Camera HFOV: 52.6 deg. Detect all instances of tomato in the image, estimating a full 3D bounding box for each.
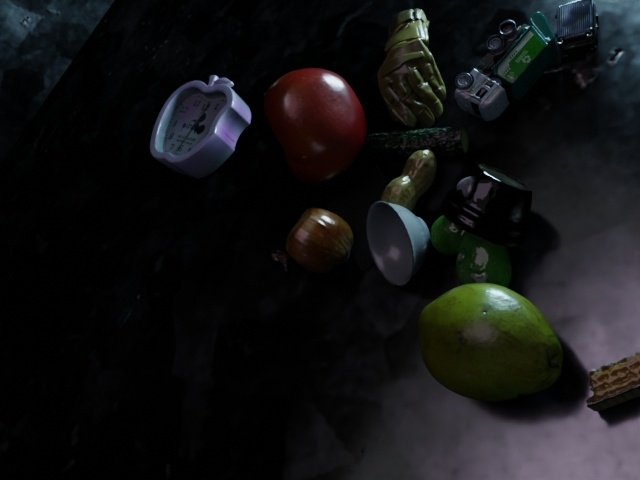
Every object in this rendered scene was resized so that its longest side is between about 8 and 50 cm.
[{"bbox_3d":[-0.006,-0.293,1.606,0.226,0.299,0.299,-24,51,2],"label":"tomato"}]

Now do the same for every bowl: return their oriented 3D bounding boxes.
[{"bbox_3d":[0.182,-0.002,1.403,0.085,0.189,0.189,-16,45,-21],"label":"bowl"}]

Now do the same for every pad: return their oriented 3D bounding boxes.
[{"bbox_3d":[0.117,-0.057,1.557,0.163,0.004,0.243,-37,50,14],"label":"pad"}]

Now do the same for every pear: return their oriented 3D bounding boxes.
[{"bbox_3d":[0.297,0.181,1.156,0.269,0.212,0.213,17,76,48],"label":"pear"}]

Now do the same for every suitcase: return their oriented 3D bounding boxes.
[{"bbox_3d":[0.564,-0.470,1.424,0.086,0.059,0.126,-7,61,31],"label":"suitcase"}]

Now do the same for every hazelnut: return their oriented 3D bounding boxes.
[{"bbox_3d":[0.000,0.000,1.524,0.150,0.150,0.150,-17,56,28],"label":"hazelnut"}]

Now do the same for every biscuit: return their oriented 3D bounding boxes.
[{"bbox_3d":[0.597,0.173,1.019,0.378,0.094,0.054,-30,57,21],"label":"biscuit"}]

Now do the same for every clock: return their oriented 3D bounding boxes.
[{"bbox_3d":[-0.377,-0.359,2.023,0.338,0.102,0.339,-17,56,27],"label":"clock"}]

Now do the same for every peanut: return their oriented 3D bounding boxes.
[{"bbox_3d":[0.200,-0.125,1.476,0.089,0.089,0.193,28,81,42],"label":"peanut"}]

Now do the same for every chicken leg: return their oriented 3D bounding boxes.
[{"bbox_3d":[-0.097,0.047,1.644,0.036,0.021,0.083,-44,52,-5],"label":"chicken leg"}]

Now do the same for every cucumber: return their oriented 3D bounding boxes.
[{"bbox_3d":[0.213,-0.232,1.547,0.293,0.067,0.068,4,68,39],"label":"cucumber"}]

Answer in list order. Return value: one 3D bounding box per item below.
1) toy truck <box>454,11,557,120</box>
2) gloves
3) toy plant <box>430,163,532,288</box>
[{"bbox_3d":[0.420,-0.390,1.455,0.253,0.114,0.124,-50,58,2],"label":"toy truck"},{"bbox_3d":[0.217,-0.422,1.597,0.154,0.141,0.331,-13,58,29],"label":"gloves"},{"bbox_3d":[0.320,-0.019,1.292,0.218,0.175,0.235,50,126,49],"label":"toy plant"}]
